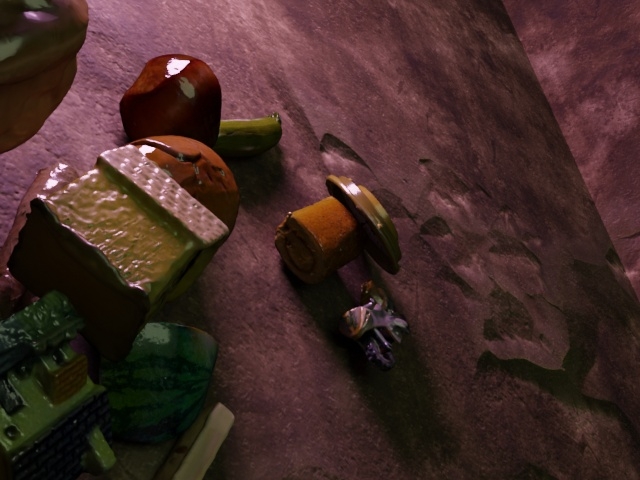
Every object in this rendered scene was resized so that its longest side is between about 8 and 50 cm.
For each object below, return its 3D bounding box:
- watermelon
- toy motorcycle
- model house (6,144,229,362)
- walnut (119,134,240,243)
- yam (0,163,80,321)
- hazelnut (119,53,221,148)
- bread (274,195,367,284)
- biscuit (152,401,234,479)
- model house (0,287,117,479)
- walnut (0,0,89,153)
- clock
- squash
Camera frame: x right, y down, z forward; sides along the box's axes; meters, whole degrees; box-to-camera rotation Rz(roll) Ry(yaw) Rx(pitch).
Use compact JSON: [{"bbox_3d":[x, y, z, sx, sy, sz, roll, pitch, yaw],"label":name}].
[{"bbox_3d":[-0.212,0.199,1.318,0.231,0.128,0.146,15,62,-39],"label":"watermelon"},{"bbox_3d":[0.096,0.144,1.812,0.130,0.094,0.229,42,24,-15],"label":"toy motorcycle"},{"bbox_3d":[-0.236,-0.007,1.221,0.193,0.175,0.234,38,51,4],"label":"model house"},{"bbox_3d":[-0.237,-0.058,1.440,0.203,0.203,0.298,59,25,5],"label":"walnut"},{"bbox_3d":[-0.392,0.006,1.294,0.066,0.066,0.300,40,35,-24],"label":"yam"},{"bbox_3d":[-0.236,-0.219,1.611,0.178,0.178,0.204,48,8,-14],"label":"hazelnut"},{"bbox_3d":[0.000,0.000,1.798,0.132,0.103,0.172,52,31,6],"label":"bread"},{"bbox_3d":[-0.173,0.294,1.335,0.052,0.056,0.188,48,31,-12],"label":"biscuit"},{"bbox_3d":[-0.329,0.201,1.100,0.211,0.170,0.194,55,29,-3],"label":"model house"},{"bbox_3d":[-0.470,-0.272,1.188,0.383,0.383,0.384,34,37,-31],"label":"walnut"},{"bbox_3d":[0.095,-0.040,1.894,0.237,0.057,0.237,53,-8,10],"label":"clock"},{"bbox_3d":[-0.144,-0.195,1.812,0.080,0.071,0.318,58,31,6],"label":"squash"}]
